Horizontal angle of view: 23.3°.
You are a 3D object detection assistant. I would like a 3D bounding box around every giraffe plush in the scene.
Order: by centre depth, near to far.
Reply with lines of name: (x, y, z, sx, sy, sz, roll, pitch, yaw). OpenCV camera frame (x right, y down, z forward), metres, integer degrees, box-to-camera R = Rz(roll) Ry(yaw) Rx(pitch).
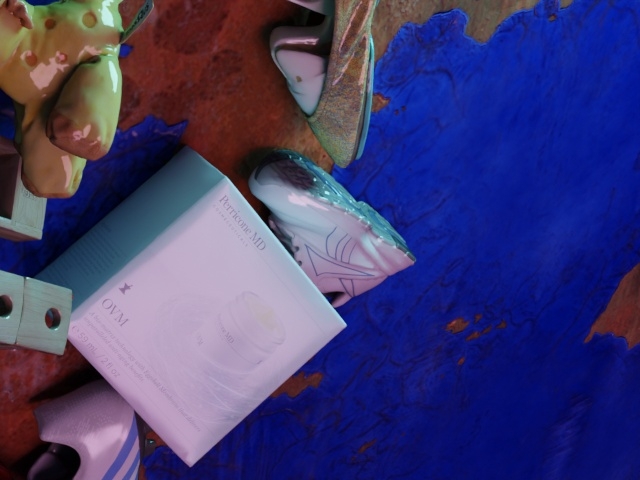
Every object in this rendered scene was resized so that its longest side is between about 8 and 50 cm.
giraffe plush: (-0.263, -0.158, 1.328, 0.170, 0.181, 0.210, 15, 126, -26)

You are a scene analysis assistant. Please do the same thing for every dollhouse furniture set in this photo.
dollhouse furniture set: (-0.316, 0.009, 1.464, 0.129, 0.129, 0.184, 22, 71, -52)

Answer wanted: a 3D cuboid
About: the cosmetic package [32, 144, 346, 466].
cosmetic package: (-0.136, 0.066, 1.598, 0.224, 0.138, 0.224, -43, 119, -7)

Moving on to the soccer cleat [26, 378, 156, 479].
soccer cleat: (-0.266, 0.294, 1.781, 0.143, 0.116, 0.331, -14, 129, -21)

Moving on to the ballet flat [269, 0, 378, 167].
ballet flat: (0.005, -0.227, 1.558, 0.123, 0.123, 0.349, -18, 136, -32)

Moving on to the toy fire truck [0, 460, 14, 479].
toy fire truck: (-0.398, 0.392, 1.649, 0.302, 0.169, 0.254, -21, 126, -28)

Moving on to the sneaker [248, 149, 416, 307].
sneaker: (0.000, 0.000, 1.757, 0.129, 0.111, 0.297, -43, 142, 6)
